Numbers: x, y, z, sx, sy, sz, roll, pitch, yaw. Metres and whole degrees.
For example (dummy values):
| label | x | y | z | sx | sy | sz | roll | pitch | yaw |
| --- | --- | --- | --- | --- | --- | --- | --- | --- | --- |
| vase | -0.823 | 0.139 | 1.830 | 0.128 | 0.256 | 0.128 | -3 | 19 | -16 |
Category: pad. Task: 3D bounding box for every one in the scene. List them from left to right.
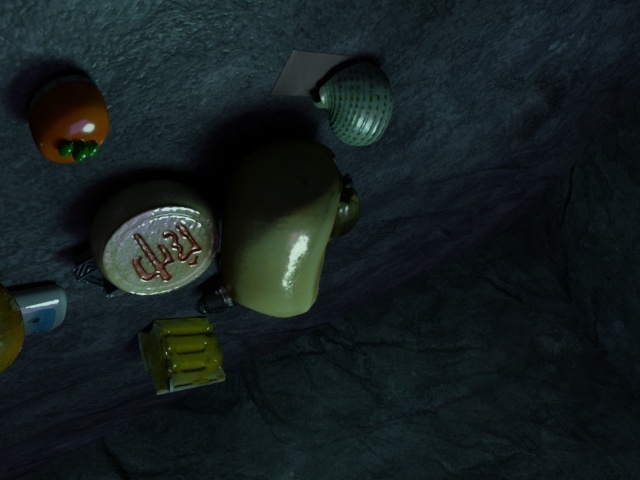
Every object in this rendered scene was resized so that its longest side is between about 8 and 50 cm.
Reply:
| label | x | y | z | sx | sy | sz | roll | pitch | yaw |
| --- | --- | --- | --- | --- | --- | --- | --- | --- | --- |
| pad | -0.006 | -0.337 | 1.011 | 0.187 | 0.006 | 0.113 | -12 | 154 | -40 |

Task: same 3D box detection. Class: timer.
| label | x | y | z | sx | sy | sz | roll | pitch | yaw |
| --- | --- | --- | --- | --- | --- | --- | --- | --- | --- |
| timer | -0.373 | -0.171 | 0.742 | 0.136 | 0.136 | 0.099 | -42 | 162 | 30 |

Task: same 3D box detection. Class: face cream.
| label | x | y | z | sx | sy | sz | roll | pitch | yaw |
| --- | --- | --- | --- | --- | --- | --- | --- | --- | --- |
| face cream | -0.764 | 0.183 | 1.108 | 0.336 | 0.080 | 0.163 | -10 | 149 | -44 |

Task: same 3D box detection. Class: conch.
| label | x | y | z | sx | sy | sz | roll | pitch | yaw |
| --- | --- | --- | --- | --- | --- | --- | --- | --- | --- |
| conch | 0.086 | -0.282 | 1.076 | 0.200 | 0.131 | 0.172 | -15 | 160 | -45 |

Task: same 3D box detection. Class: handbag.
| label | x | y | z | sx | sy | sz | roll | pitch | yaw |
| --- | --- | --- | --- | --- | --- | --- | --- | --- | --- |
| handbag | -0.396 | 0.235 | 1.782 | 0.139 | 0.072 | 0.115 | -28 | 167 | 35 |

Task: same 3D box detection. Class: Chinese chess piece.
| label | x | y | z | sx | sy | sz | roll | pitch | yaw |
| --- | --- | --- | --- | --- | --- | --- | --- | --- | --- |
| Chinese chess piece | -0.355 | -0.006 | 1.069 | 0.270 | 0.112 | 0.270 | -20 | 139 | -19 |

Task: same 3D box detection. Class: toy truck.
| label | x | y | z | sx | sy | sz | roll | pitch | yaw |
| --- | --- | --- | --- | --- | --- | --- | --- | --- | --- |
| toy truck | -0.509 | 0.072 | 1.176 | 0.083 | 0.092 | 0.192 | -30 | 161 | -2 |

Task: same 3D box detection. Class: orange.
| label | x | y | z | sx | sy | sz | roll | pitch | yaw |
| --- | --- | --- | --- | --- | --- | --- | --- | --- | --- |
| orange | -0.707 | 0.177 | 0.956 | 0.240 | 0.171 | 0.240 | -10 | 108 | -34 |

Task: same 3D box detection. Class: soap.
| label | x | y | z | sx | sy | sz | roll | pitch | yaw |
| --- | --- | --- | --- | --- | --- | --- | --- | --- | --- |
| soap | -0.496 | 0.418 | 1.795 | 0.143 | 0.259 | 0.281 | -31 | 159 | 21 |

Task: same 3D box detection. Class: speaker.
| label | x | y | z | sx | sy | sz | roll | pitch | yaw |
| --- | --- | --- | --- | --- | --- | --- | --- | --- | --- |
| speaker | -0.223 | 0.137 | 1.615 | 0.329 | 0.198 | 0.259 | -16 | 170 | -13 |

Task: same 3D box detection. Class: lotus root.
| label | x | y | z | sx | sy | sz | roll | pitch | yaw |
| --- | --- | --- | --- | --- | --- | --- | --- | --- | --- |
| lotus root | 0.057 | -0.085 | 1.538 | 0.124 | 0.123 | 0.241 | -15 | 155 | -12 |

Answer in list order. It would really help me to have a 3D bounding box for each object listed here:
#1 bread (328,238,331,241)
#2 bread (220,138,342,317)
| label | x | y | z | sx | sy | sz | roll | pitch | yaw |
| --- | --- | --- | --- | --- | --- | --- | --- | --- | --- |
| bread | 0.000 | 0.000 | 1.802 | 0.110 | 0.024 | 0.110 | -25 | 160 | -10 |
| bread | -0.100 | -0.020 | 1.139 | 0.252 | 0.348 | 0.376 | 8 | 130 | -3 |
